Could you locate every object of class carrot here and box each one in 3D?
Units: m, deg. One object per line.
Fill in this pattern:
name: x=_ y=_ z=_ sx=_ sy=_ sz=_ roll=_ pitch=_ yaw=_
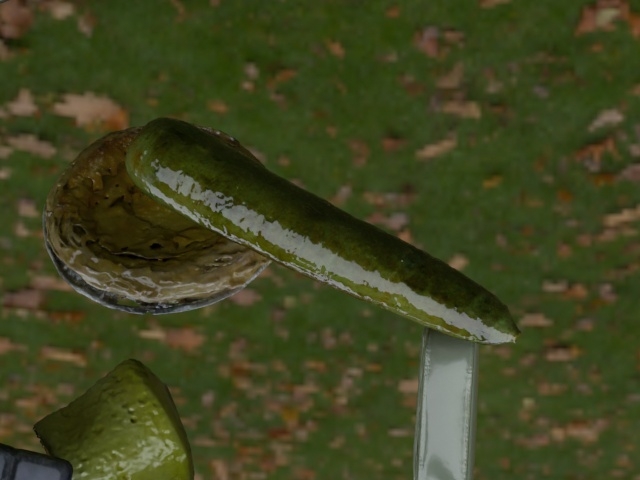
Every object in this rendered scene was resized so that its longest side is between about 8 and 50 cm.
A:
carrot: x=0.000 y=0.000 z=1.306 sx=0.358 sy=0.074 sz=0.074 roll=28 pitch=163 yaw=11

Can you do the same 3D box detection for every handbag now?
handbag: x=0.169 y=0.205 z=2.077 sx=0.079 sy=0.256 sz=0.219 roll=4 pitch=-171 yaw=8

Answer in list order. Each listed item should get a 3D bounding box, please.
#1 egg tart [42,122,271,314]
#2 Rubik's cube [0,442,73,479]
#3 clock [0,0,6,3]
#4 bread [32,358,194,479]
egg tart: x=-0.146 y=-0.014 z=1.515 sx=0.234 sy=0.234 sz=0.094 roll=3 pitch=138 yaw=1
Rubik's cube: x=-0.347 y=0.268 z=1.242 sx=0.238 sy=0.237 sz=0.237 roll=17 pitch=163 yaw=-15
clock: x=-0.445 y=-0.396 z=2.070 sx=0.184 sy=0.184 sz=0.040 roll=9 pitch=-175 yaw=-16
bread: x=-0.165 y=0.173 z=1.322 sx=0.114 sy=0.111 sz=0.129 roll=-27 pitch=152 yaw=-11
